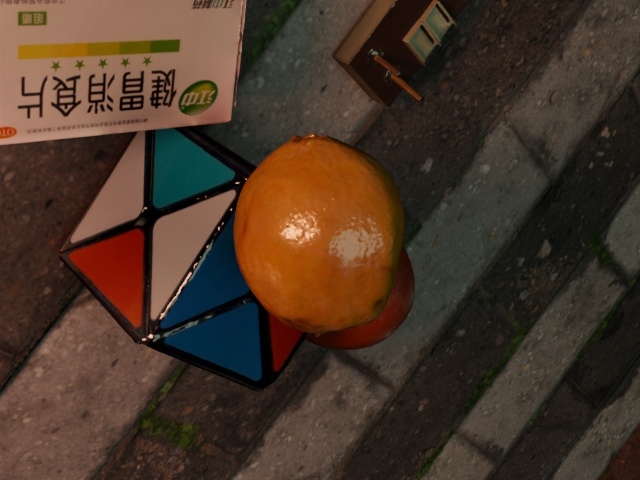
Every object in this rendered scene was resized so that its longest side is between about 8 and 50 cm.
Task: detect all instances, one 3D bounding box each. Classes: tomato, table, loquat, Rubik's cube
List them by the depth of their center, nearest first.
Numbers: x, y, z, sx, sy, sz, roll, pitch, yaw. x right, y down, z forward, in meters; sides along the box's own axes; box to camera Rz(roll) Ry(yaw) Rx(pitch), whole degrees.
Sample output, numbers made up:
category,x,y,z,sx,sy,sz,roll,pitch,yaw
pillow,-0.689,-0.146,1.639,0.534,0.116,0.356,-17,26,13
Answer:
category,x,y,z,sx,sy,sz,roll,pitch,yaw
loquat,0.000,0.000,1.063,0.176,0.187,0.234,-19,117,-42
Rubik's cube,-0.141,0.013,1.265,0.248,0.250,0.246,31,93,-49
table,0.150,-0.313,1.417,0.240,0.111,0.121,-54,138,-1
tomato,0.035,0.065,1.477,0.184,0.208,0.208,-7,121,-61

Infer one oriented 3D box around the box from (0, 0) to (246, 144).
category,x,y,z,sx,sy,sz,roll,pitch,yaw
box,-0.259,-0.219,1.092,0.333,0.145,0.173,-11,120,-37
